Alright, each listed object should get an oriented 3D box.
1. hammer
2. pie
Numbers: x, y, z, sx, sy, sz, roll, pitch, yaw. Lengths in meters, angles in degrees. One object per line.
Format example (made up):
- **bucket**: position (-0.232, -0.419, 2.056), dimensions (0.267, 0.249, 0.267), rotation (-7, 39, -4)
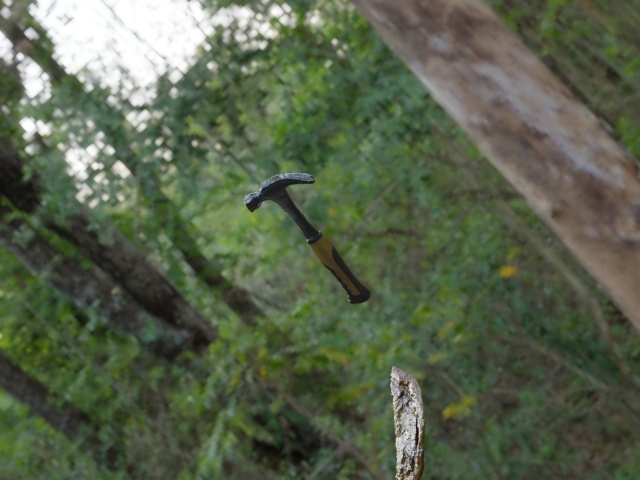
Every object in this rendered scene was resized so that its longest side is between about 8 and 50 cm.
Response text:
- **hammer**: position (0.000, 0.000, 1.350), dimensions (0.078, 0.201, 0.021), rotation (-34, 31, 10)
- **pie**: position (0.128, 0.276, 1.667), dimensions (0.033, 0.191, 0.088), rotation (-3, 4, -20)
